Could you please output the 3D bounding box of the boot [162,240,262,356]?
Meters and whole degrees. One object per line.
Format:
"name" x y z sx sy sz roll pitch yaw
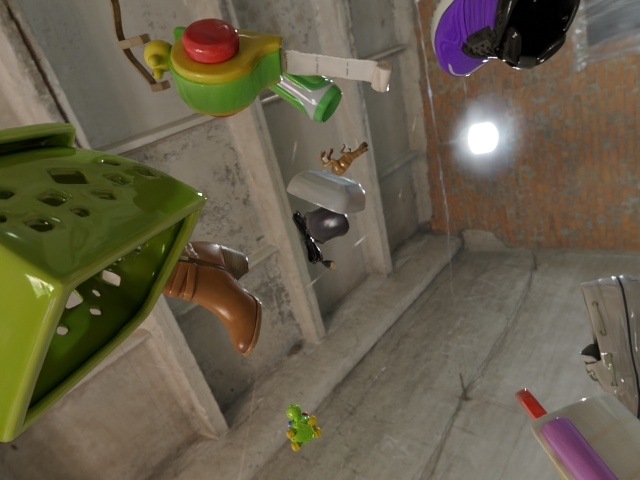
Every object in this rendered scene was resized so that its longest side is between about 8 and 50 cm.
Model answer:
"boot" -0.249 0.113 0.875 0.220 0.109 0.283 15 -132 -39

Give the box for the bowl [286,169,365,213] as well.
"bowl" 0.018 -0.104 0.823 0.142 0.142 0.053 -19 -50 -61

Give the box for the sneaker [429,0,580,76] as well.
"sneaker" 0.215 -0.257 0.480 0.102 0.293 0.146 -7 -100 -4

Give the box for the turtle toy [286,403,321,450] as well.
"turtle toy" -0.059 0.532 1.169 0.095 0.066 0.130 -24 -68 -17

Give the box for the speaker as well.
"speaker" -0.086 -0.473 1.190 0.297 0.131 0.131 36 -120 6

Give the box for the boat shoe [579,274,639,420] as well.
"boat shoe" 0.393 0.159 0.547 0.083 0.076 0.226 -2 -93 -67

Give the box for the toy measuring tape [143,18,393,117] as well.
"toy measuring tape" -0.075 -0.211 0.531 0.121 0.330 0.121 10 -90 -87

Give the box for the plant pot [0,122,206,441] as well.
"plant pot" -0.292 0.014 0.419 0.207 0.227 0.228 34 -154 -3

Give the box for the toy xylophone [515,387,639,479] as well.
"toy xylophone" 0.286 0.266 0.337 0.081 0.236 0.322 -32 -62 4

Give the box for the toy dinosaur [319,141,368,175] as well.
"toy dinosaur" 0.046 -0.202 1.135 0.211 0.112 0.064 -52 -17 13

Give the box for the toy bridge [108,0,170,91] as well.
"toy bridge" -0.352 -0.375 0.764 0.026 0.063 0.188 -61 -37 -45

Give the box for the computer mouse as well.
"computer mouse" 0.000 0.000 1.065 0.060 0.262 0.184 -28 -80 -26
